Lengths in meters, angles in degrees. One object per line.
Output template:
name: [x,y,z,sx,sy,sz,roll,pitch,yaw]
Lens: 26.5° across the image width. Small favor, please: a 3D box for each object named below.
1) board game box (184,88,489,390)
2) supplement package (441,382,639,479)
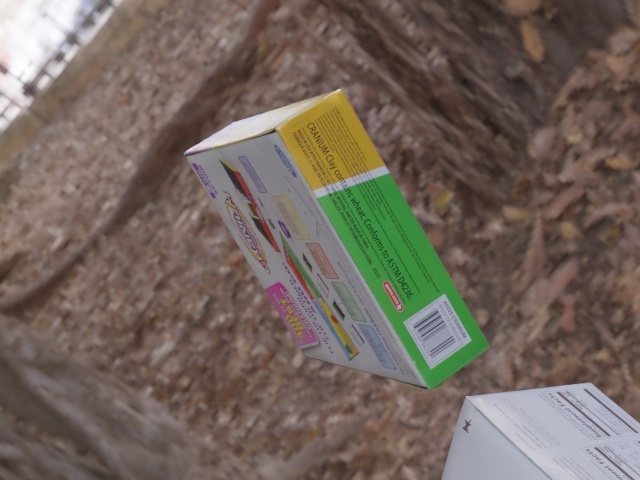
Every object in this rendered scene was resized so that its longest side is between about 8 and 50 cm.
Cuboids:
board game box: [0.000,0.000,1.191,0.064,0.242,0.316,-33,11,-16]
supplement package: [0.220,0.274,1.110,0.262,0.145,0.204,43,127,50]
